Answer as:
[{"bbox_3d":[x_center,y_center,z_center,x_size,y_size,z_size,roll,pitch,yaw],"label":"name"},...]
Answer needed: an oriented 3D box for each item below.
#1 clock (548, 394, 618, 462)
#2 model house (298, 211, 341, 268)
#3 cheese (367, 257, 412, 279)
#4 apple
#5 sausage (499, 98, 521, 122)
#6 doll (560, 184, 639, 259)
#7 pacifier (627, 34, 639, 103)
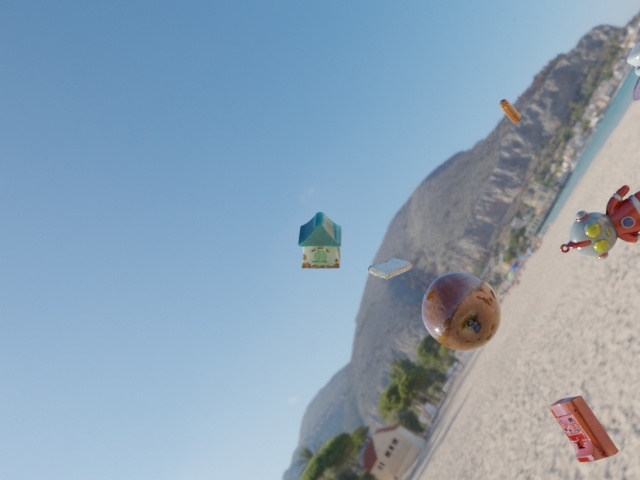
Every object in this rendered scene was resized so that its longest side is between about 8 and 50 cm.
[{"bbox_3d":[0.633,0.462,1.409,0.061,0.155,0.113,-23,-19,-19],"label":"clock"},{"bbox_3d":[0.000,0.000,1.709,0.100,0.127,0.148,-86,-5,-55],"label":"model house"},{"bbox_3d":[0.263,0.101,2.117,0.400,0.085,0.034,-11,-59,-69],"label":"cheese"},{"bbox_3d":[0.342,0.173,1.394,0.174,0.188,0.188,-101,36,-75],"label":"apple"},{"bbox_3d":[0.563,-0.391,1.717,0.107,0.031,0.031,30,-90,-40],"label":"sausage"},{"bbox_3d":[0.902,-0.047,1.774,0.337,0.199,0.105,-27,11,17],"label":"doll"},{"bbox_3d":[0.932,-0.500,1.488,0.273,0.220,0.332,20,-78,-29],"label":"pacifier"}]
